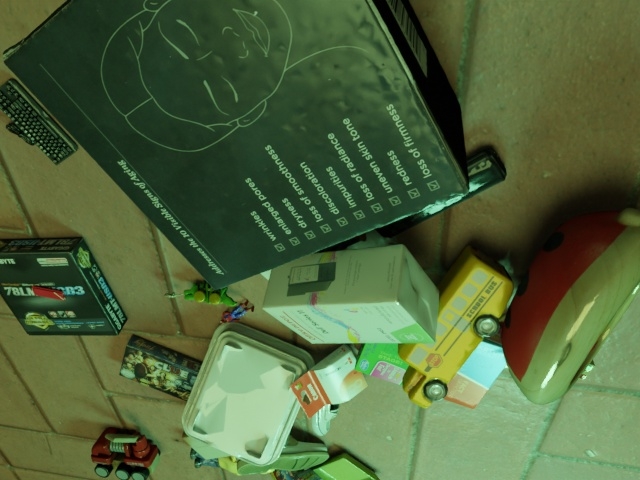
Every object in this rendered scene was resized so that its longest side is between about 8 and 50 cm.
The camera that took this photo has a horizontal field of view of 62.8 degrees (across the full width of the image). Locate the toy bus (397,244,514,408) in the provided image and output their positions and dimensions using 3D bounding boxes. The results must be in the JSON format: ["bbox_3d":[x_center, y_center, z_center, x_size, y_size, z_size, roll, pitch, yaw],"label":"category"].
[{"bbox_3d":[0.269,0.185,1.099,0.130,0.108,0.333,32,108,-1],"label":"toy bus"}]

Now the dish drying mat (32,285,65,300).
[{"bbox_3d":[-0.689,0.134,1.330,0.083,0.008,0.032,10,130,4],"label":"dish drying mat"}]

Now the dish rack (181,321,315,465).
[{"bbox_3d":[-0.193,0.406,1.356,0.285,0.072,0.333,22,94,1],"label":"dish rack"}]

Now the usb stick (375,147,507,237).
[{"bbox_3d":[0.221,-0.085,1.013,0.278,0.045,0.077,-29,124,30],"label":"usb stick"}]

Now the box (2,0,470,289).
[{"bbox_3d":[-0.091,-0.235,0.804,0.471,0.298,0.480,-22,120,26],"label":"box"}]

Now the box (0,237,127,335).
[{"bbox_3d":[-0.701,0.128,1.379,0.295,0.073,0.294,-1,128,13],"label":"box"}]

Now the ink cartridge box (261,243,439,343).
[{"bbox_3d":[0.032,0.119,1.042,0.353,0.119,0.207,-7,147,31],"label":"ink cartridge box"}]

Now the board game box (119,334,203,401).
[{"bbox_3d":[-0.458,0.382,1.540,0.243,0.042,0.165,23,129,-6],"label":"board game box"}]

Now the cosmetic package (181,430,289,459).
[{"bbox_3d":[-0.238,0.526,1.535,0.296,0.153,0.129,-19,122,24],"label":"cosmetic package"}]

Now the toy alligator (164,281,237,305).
[{"bbox_3d":[-0.295,0.126,1.298,0.189,0.056,0.052,7,87,9],"label":"toy alligator"}]

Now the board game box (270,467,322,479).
[{"bbox_3d":[-0.076,0.777,1.703,0.060,0.194,0.194,-10,144,-38],"label":"board game box"}]

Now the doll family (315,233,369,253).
[{"bbox_3d":[0.000,0.000,1.102,0.163,0.119,0.263,-26,137,33],"label":"doll family"}]

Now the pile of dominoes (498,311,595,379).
[{"bbox_3d":[0.506,0.260,1.223,0.251,0.040,0.196,13,130,2],"label":"pile of dominoes"}]

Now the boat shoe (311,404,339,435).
[{"bbox_3d":[0.016,0.473,1.476,0.075,0.083,0.226,2,127,13],"label":"boat shoe"}]

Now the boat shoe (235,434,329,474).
[{"bbox_3d":[-0.115,0.642,1.613,0.302,0.103,0.113,9,130,-28],"label":"boat shoe"}]

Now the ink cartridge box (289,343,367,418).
[{"bbox_3d":[0.025,0.373,1.354,0.045,0.179,0.146,30,150,52],"label":"ink cartridge box"}]

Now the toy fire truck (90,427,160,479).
[{"bbox_3d":[-0.688,0.705,1.795,0.216,0.158,0.247,3,117,11],"label":"toy fire truck"}]

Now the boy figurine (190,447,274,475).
[{"bbox_3d":[-0.284,0.708,1.727,0.284,0.092,0.177,-2,127,14],"label":"boy figurine"}]

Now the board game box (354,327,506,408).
[{"bbox_3d":[0.264,0.266,1.258,0.316,0.064,0.242,17,130,3],"label":"board game box"}]

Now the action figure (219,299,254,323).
[{"bbox_3d":[-0.220,0.190,1.344,0.115,0.030,0.038,-30,120,33],"label":"action figure"}]

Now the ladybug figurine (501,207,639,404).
[{"bbox_3d":[0.471,0.118,0.991,0.162,0.305,0.450,37,133,32],"label":"ladybug figurine"}]

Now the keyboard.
[{"bbox_3d":[-0.608,-0.237,1.098,0.108,0.023,0.180,-23,119,28],"label":"keyboard"}]

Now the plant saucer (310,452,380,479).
[{"bbox_3d":[0.079,0.763,1.715,0.188,0.045,0.188,41,126,-19],"label":"plant saucer"}]
